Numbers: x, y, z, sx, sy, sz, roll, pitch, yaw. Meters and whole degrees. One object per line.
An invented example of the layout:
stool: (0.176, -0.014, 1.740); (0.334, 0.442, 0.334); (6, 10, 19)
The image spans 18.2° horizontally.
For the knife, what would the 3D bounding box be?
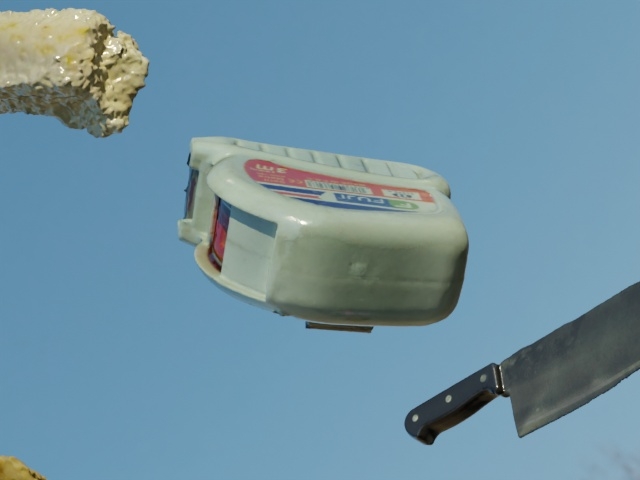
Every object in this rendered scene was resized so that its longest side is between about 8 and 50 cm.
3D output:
knife: (0.155, 0.101, 1.417); (0.019, 0.072, 0.245); (30, -49, -35)

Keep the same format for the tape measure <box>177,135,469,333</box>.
tape measure: (0.000, -0.001, 1.786); (0.246, 0.243, 0.125); (-107, 25, -68)

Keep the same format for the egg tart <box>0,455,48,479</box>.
egg tart: (-0.242, 0.261, 1.332); (0.252, 0.098, 0.232); (44, -115, -29)

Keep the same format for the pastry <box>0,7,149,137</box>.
pastry: (-0.291, -0.160, 1.887); (0.089, 0.258, 0.121); (43, -124, -61)
